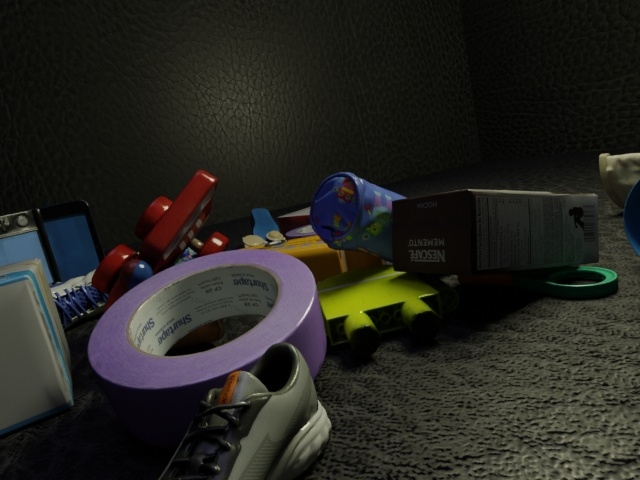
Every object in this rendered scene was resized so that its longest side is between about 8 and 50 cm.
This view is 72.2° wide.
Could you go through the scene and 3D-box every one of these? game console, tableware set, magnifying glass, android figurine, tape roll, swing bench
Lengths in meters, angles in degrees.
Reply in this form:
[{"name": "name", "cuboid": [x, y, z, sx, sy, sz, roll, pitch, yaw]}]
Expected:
[{"name": "game console", "cuboid": [-0.797, 0.051, 1.277, 0.173, 0.293, 0.250, -4, 13, 36]}, {"name": "tableware set", "cuboid": [-0.154, 0.012, 1.378, 0.168, 0.020, 0.141, -16, 39, -34]}, {"name": "magnifying glass", "cuboid": [0.333, 0.061, 0.696, 0.231, 0.026, 0.092, -4, 13, 42]}, {"name": "android figurine", "cuboid": [0.081, 0.098, 0.695, 0.248, 0.056, 0.273, -13, 11, -7]}, {"name": "tape roll", "cuboid": [-0.133, 0.115, 0.554, 0.274, 0.090, 0.275, -9, 26, 4]}, {"name": "swing bench", "cuboid": [0.794, -0.144, 0.920, 0.254, 0.165, 0.253, -21, 13, -17]}, {"name": "tape roll", "cuboid": [0.000, 0.000, 1.250, 0.188, 0.080, 0.189, -11, 10, 2]}]

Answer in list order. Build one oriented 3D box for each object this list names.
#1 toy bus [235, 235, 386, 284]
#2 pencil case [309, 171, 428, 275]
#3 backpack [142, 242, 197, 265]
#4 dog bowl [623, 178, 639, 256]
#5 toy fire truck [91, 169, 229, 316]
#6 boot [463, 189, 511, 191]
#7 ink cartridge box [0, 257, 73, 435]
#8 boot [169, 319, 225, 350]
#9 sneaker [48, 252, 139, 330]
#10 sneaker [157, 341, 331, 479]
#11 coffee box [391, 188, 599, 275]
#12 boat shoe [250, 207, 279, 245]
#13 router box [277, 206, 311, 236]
[{"name": "toy bus", "cuboid": [-0.038, 0.054, 0.916, 0.332, 0.108, 0.130, -9, 11, 16]}, {"name": "pencil case", "cuboid": [0.123, -0.018, 0.798, 0.306, 0.133, 0.119, 18, -4, -39]}, {"name": "backpack", "cuboid": [-0.416, 0.045, 1.212, 0.158, 0.173, 0.117, -12, 10, -4]}, {"name": "dog bowl", "cuboid": [0.572, -0.030, 0.568, 0.074, 0.166, 0.297, -3, 5, -27]}, {"name": "toy fire truck", "cuboid": [-0.297, 0.027, 0.811, 0.302, 0.169, 0.254, -58, 5, -21]}, {"name": "boot", "cuboid": [0.389, -0.085, 1.108, 0.206, 0.090, 0.248, 16, 5, 39]}, {"name": "ink cartridge box", "cuboid": [-0.504, 0.154, 0.653, 0.198, 0.197, 0.270, -18, 12, -28]}, {"name": "boot", "cuboid": [-0.257, 0.162, 0.699, 0.197, 0.073, 0.152, -19, 2, 40]}, {"name": "sneaker", "cuboid": [-0.567, 0.147, 1.030, 0.315, 0.128, 0.182, -20, 15, -5]}, {"name": "sneaker", "cuboid": [-0.081, 0.173, 0.335, 0.100, 0.108, 0.271, -5, 13, 25]}, {"name": "coffee box", "cuboid": [0.282, -0.014, 0.710, 0.297, 0.119, 0.168, -2, 1, -28]}, {"name": "boat shoe", "cuboid": [-0.189, -0.022, 1.530, 0.109, 0.089, 0.258, 1, 31, -9]}, {"name": "router box", "cuboid": [0.056, -0.100, 1.676, 0.335, 0.082, 0.301, -20, 11, -33]}]
